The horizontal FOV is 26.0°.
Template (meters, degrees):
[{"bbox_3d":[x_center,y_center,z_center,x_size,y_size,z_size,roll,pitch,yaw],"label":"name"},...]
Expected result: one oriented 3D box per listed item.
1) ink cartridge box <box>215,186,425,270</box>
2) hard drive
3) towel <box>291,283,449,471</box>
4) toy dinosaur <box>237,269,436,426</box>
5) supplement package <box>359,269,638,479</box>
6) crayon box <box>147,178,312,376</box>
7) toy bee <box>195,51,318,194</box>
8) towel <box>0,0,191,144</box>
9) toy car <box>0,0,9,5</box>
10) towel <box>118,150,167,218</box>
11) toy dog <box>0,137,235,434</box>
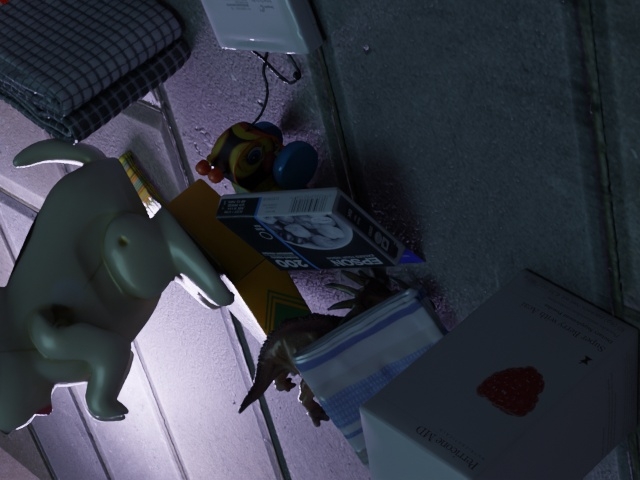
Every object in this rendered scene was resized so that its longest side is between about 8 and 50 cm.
[{"bbox_3d":[0.000,0.000,1.838,0.206,0.045,0.208,-2,151,40],"label":"ink cartridge box"},{"bbox_3d":[-0.118,-0.382,1.736,0.203,0.040,0.307,14,133,51],"label":"hard drive"},{"bbox_3d":[0.116,0.218,1.905,0.285,0.209,0.034,57,-169,-17],"label":"towel"},{"bbox_3d":[0.010,0.140,1.952,0.127,0.296,0.200,-112,9,-51],"label":"toy dinosaur"},{"bbox_3d":[0.215,0.207,1.621,0.177,0.293,0.175,30,145,37],"label":"supplement package"},{"bbox_3d":[-0.117,0.044,2.066,0.203,0.083,0.323,43,169,37],"label":"crayon box"},{"bbox_3d":[-0.099,-0.105,1.897,0.195,0.162,0.298,13,132,54],"label":"toy bee"},{"bbox_3d":[-0.362,-0.275,2.037,0.284,0.235,0.121,31,151,38],"label":"towel"},{"bbox_3d":[-0.551,-0.499,2.266,0.239,0.053,0.225,41,150,21],"label":"toy car"},{"bbox_3d":[-0.278,-0.045,2.402,0.237,0.021,0.102,53,158,-1],"label":"towel"},{"bbox_3d":[-0.376,0.093,1.954,0.395,0.408,0.284,52,170,-11],"label":"toy dog"}]
